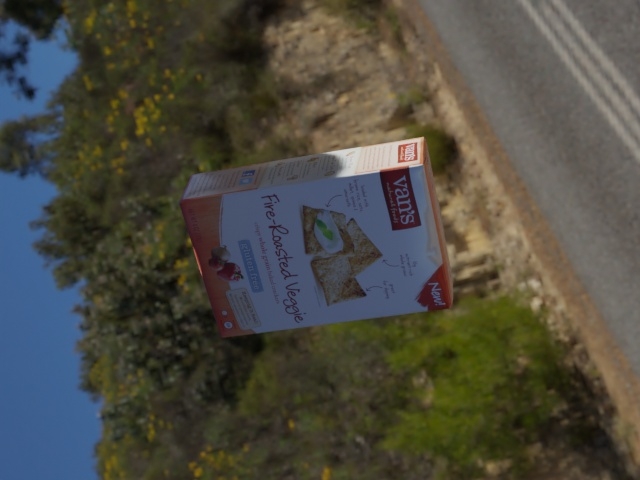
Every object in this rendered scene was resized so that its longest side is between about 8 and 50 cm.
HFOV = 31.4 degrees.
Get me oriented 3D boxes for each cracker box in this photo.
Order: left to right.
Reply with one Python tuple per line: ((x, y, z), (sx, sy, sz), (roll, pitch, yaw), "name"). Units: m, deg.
((0.000, 0.000, 1.082), (0.067, 0.232, 0.155), (-79, -22, -60), "cracker box")
